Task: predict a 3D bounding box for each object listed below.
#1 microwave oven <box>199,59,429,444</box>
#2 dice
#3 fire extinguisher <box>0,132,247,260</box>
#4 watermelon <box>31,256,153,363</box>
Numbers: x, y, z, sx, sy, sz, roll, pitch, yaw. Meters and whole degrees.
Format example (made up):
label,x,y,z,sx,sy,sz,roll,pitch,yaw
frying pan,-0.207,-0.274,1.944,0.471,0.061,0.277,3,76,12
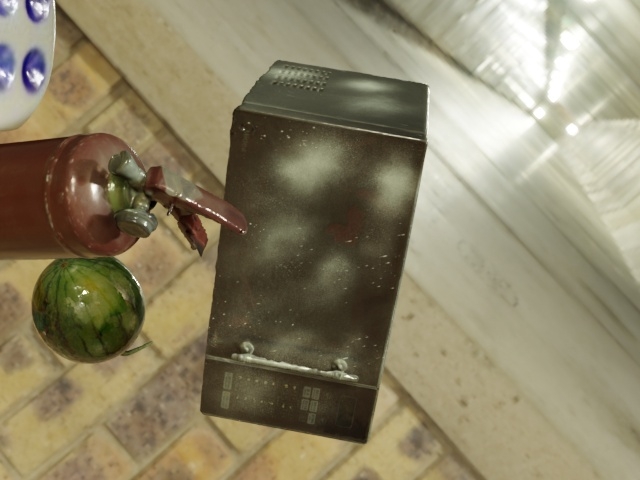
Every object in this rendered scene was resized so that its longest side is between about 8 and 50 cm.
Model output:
label,x,y,z,sx,sy,sz,roll,pitch,yaw
microwave oven,0.000,0.000,1.319,0.374,0.236,0.432,-71,171,-68
dice,-0.600,-0.333,1.428,0.277,0.304,0.304,-15,114,-69
fire extinguisher,-0.226,-0.025,0.817,0.147,0.337,0.106,46,50,-52
watermelon,-0.386,0.121,1.589,0.188,0.214,0.188,-13,-146,9
